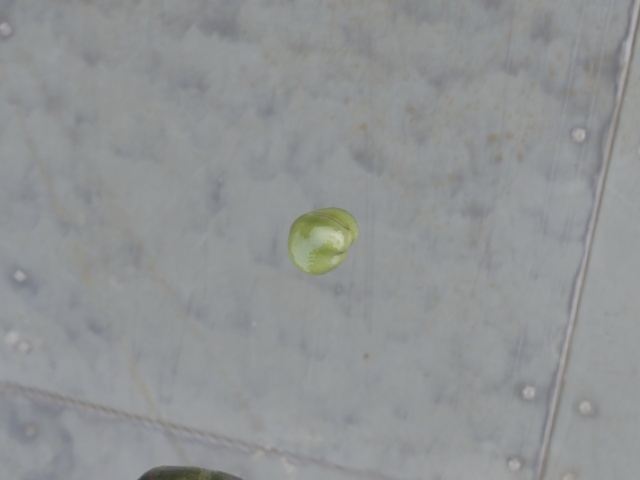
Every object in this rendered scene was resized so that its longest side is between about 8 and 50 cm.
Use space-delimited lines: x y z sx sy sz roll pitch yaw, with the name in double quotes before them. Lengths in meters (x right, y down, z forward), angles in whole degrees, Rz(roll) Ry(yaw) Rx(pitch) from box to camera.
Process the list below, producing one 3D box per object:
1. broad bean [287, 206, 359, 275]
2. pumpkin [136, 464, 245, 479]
"broad bean" 0.000 0.000 1.186 0.063 0.045 0.083 52 131 -1
"pumpkin" -0.080 0.376 1.226 0.232 0.242 0.325 8 153 15
